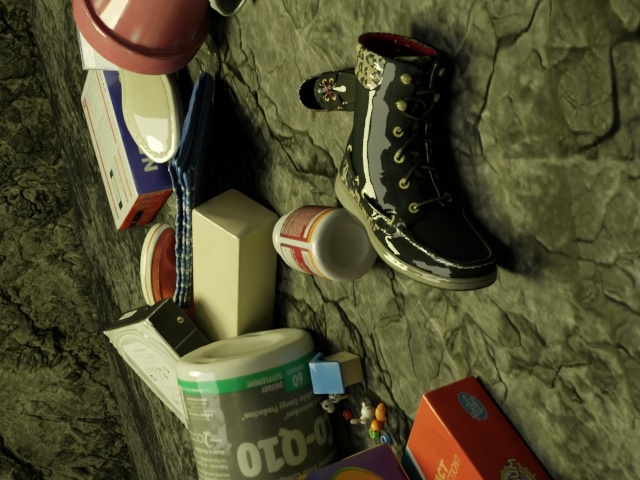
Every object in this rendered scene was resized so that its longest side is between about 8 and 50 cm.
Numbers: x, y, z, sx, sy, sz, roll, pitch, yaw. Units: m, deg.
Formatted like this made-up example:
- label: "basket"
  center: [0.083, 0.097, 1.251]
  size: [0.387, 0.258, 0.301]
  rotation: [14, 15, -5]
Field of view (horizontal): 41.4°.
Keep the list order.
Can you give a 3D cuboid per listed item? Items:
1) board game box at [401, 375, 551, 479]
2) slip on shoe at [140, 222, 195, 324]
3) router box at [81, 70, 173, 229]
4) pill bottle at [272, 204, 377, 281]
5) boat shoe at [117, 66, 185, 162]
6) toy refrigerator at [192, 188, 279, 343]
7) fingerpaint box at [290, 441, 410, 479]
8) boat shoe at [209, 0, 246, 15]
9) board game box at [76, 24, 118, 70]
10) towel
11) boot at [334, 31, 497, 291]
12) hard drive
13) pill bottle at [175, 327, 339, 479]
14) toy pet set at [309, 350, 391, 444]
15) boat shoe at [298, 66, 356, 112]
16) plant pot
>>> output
- label: "board game box"
  center: [0.183, 0.330, 0.823]
  size: [0.316, 0.064, 0.242]
  rotation: [55, 149, 39]
- label: "slip on shoe"
  center: [-0.246, 0.123, 1.540]
  size: [0.123, 0.101, 0.331]
  rotation: [-51, -47, -65]
- label: "router box"
  center: [-0.432, -0.220, 1.866]
  size: [0.301, 0.082, 0.335]
  rotation: [-30, 76, 65]
- label: "pill bottle"
  center: [0.000, 0.000, 1.022]
  size: [0.152, 0.086, 0.086]
  rotation: [12, 113, 64]
- label: "boat shoe"
  center: [-0.305, -0.290, 1.530]
  size: [0.117, 0.097, 0.324]
  rotation: [-28, 78, 24]
- label: "toy refrigerator"
  center: [-0.131, 0.063, 1.323]
  size: [0.102, 0.094, 0.269]
  rotation: [31, 134, 30]
- label: "fingerpaint box"
  center: [0.080, 0.503, 0.869]
  size: [0.445, 0.163, 0.371]
  rotation: [57, 153, 35]
- label: "boat shoe"
  center: [-0.097, -0.372, 1.007]
  size: [0.103, 0.118, 0.320]
  rotation: [69, 160, 1]
- label: "board game box"
  center: [-0.414, -0.435, 1.659]
  size: [0.035, 0.136, 0.201]
  rotation: [-55, -32, -59]
- label: "towel"
  center: [-0.211, -0.075, 1.381]
  size: [0.336, 0.040, 0.243]
  rotation: [102, 174, -46]
- label: "boot"
  center: [0.088, -0.077, 0.786]
  size: [0.236, 0.085, 0.178]
  rotation: [48, 142, 48]
- label: "hard drive"
  center: [-0.205, 0.252, 1.426]
  size: [0.339, 0.064, 0.237]
  rotation: [51, 150, -13]
- label: "pill bottle"
  center: [-0.075, 0.324, 1.221]
  size: [0.204, 0.204, 0.361]
  rotation: [0, 103, 66]
- label: "toy pet set"
  center: [0.027, 0.206, 1.101]
  size: [0.122, 0.065, 0.114]
  rotation: [12, 114, 64]
- label: "boat shoe"
  center: [0.018, -0.166, 0.947]
  size: [0.133, 0.042, 0.049]
  rotation: [11, 111, 63]
- label: "plant pot"
  center: [-0.239, -0.370, 1.224]
  size: [0.180, 0.201, 0.201]
  rotation: [-39, 67, 54]
